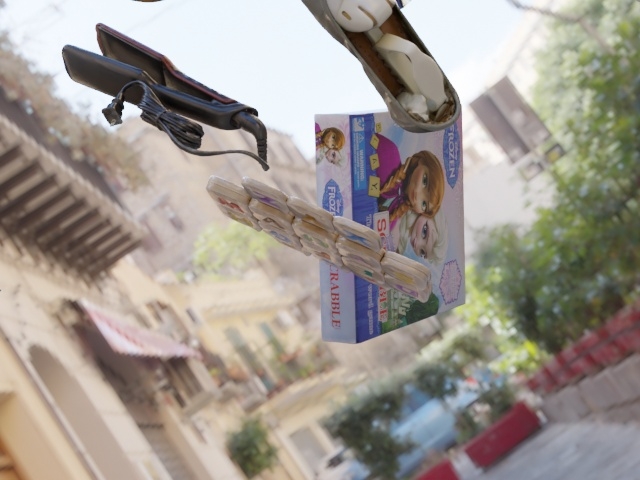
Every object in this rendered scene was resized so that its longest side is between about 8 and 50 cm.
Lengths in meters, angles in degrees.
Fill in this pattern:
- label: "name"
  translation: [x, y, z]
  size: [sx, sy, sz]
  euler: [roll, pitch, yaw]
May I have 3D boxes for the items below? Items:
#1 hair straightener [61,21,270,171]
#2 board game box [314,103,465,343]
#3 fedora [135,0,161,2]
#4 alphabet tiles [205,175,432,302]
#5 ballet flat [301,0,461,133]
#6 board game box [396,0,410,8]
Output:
- label: "hair straightener"
  translation: [-0.136, -0.107, 1.027]
  size: [0.089, 0.230, 0.047]
  euler: [-40, -31, -31]
- label: "board game box"
  translation: [0.109, -0.035, 1.810]
  size: [0.066, 0.319, 0.318]
  euler: [4, 11, 34]
- label: "fedora"
  translation: [-0.256, -0.448, 1.926]
  size: [0.194, 0.194, 0.079]
  euler: [-36, -16, 5]
- label: "alphabet tiles"
  translation: [0.000, 0.000, 1.485]
  size: [0.278, 0.284, 0.021]
  euler: [67, -133, -75]
- label: "ballet flat"
  translation: [0.053, -0.180, 1.061]
  size: [0.072, 0.213, 0.068]
  euler: [-44, 24, -13]
- label: "board game box"
  translation: [0.079, -0.405, 1.746]
  size: [0.042, 0.165, 0.243]
  euler: [-20, 11, 12]
